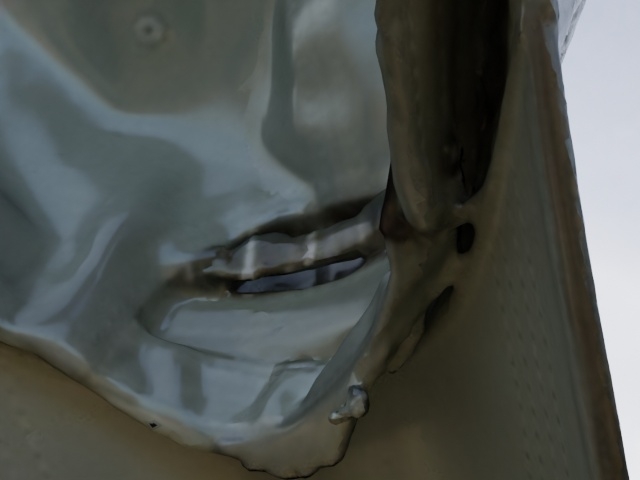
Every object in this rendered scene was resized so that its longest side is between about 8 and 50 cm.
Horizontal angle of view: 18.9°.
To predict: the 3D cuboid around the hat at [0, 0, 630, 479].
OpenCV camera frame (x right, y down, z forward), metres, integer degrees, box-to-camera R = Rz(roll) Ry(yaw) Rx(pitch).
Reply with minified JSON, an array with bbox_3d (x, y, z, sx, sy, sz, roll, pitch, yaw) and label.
[{"bbox_3d":[-0.004,-0.003,0.529,0.258,0.168,0.301,-17,-85,29],"label":"hat"}]
